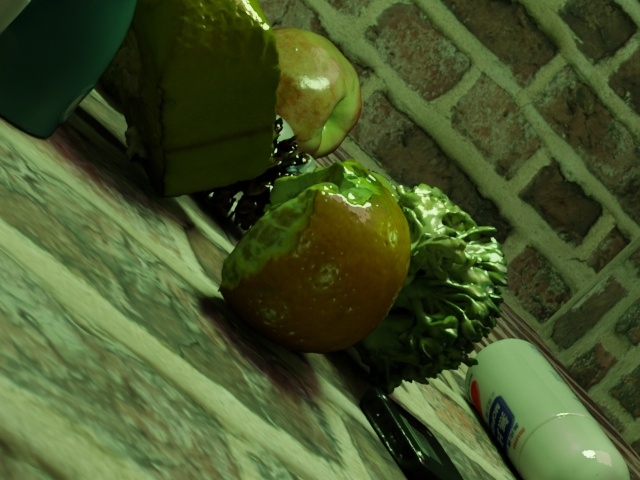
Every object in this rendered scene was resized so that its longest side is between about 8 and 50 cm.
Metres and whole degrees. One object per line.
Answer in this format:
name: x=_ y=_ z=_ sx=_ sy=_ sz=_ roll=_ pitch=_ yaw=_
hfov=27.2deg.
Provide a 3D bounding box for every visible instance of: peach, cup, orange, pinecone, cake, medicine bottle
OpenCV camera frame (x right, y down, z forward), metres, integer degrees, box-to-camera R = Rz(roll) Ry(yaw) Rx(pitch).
peach: x=-0.059 y=-0.265 z=2.317 sx=0.256 sy=0.232 sz=0.232 roll=38 pitch=3 yaw=28
cup: x=-0.240 y=-0.207 z=1.157 sx=0.167 sy=0.173 sz=0.300 roll=46 pitch=7 yaw=-6
orange: x=0.004 y=0.017 z=1.269 sx=0.158 sy=0.179 sz=0.237 roll=41 pitch=7 yaw=-6
pinecone: x=-0.078 y=-0.076 z=1.539 sx=0.140 sy=0.140 sz=0.121 roll=-119 pitch=-169 yaw=-64
cake: x=-0.131 y=-0.175 z=1.324 sx=0.179 sy=0.156 sz=0.260 roll=60 pitch=-24 yaw=30
medicine bottle: x=0.315 y=0.269 z=1.828 sx=0.130 sy=0.130 sz=0.341 roll=42 pitch=8 yaw=-27

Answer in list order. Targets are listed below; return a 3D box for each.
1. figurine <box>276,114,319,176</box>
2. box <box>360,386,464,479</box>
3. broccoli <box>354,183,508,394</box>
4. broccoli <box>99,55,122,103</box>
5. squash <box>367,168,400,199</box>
figurine: x=-0.067 y=-0.128 z=2.038 sx=0.197 sy=0.093 sz=0.147 roll=50 pitch=25 yaw=-40
box: x=0.103 y=0.215 z=1.349 sx=0.125 sy=0.027 sz=0.126 roll=40 pitch=10 yaw=-42
broccoli: x=0.063 y=0.036 z=1.474 sx=0.245 sy=0.288 sz=0.248 roll=21 pitch=59 yaw=-37
broccoli: x=-0.213 y=-0.218 z=1.584 sx=0.130 sy=0.120 sz=0.131 roll=67 pitch=17 yaw=-66
squash: x=0.078 y=-0.020 z=2.101 sx=0.137 sy=0.137 sz=0.287 roll=44 pitch=10 yaw=-13
